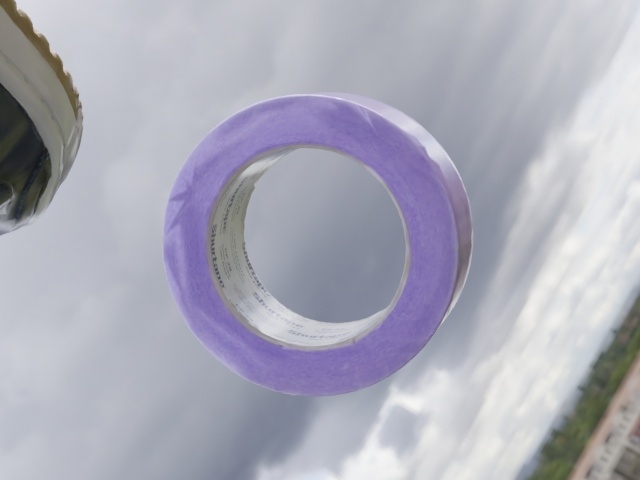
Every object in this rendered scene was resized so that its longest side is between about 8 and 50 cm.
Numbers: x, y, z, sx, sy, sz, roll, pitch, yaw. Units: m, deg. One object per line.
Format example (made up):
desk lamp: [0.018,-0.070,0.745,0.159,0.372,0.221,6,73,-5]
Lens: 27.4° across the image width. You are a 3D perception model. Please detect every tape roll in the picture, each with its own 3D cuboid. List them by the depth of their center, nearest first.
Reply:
tape roll: [0.000,0.000,0.841,0.189,0.189,0.080,-64,-9,12]

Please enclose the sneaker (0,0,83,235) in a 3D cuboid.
sneaker: [-0.147,-0.022,0.335,0.282,0.099,0.153,92,-160,-70]
